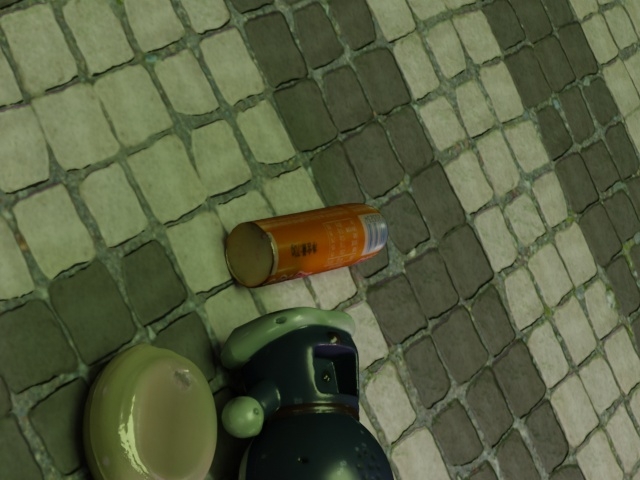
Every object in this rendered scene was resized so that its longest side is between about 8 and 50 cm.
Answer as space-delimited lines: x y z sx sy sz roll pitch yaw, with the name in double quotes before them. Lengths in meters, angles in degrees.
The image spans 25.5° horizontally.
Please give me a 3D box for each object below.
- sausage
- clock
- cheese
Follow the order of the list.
"sausage" 0.000 0.000 1.543 0.234 0.071 0.071 -11 82 -49
"clock" -0.015 0.193 1.391 0.199 0.146 0.243 17 54 -48
"cheese" -0.160 0.209 1.281 0.137 0.064 0.227 29 55 -35
